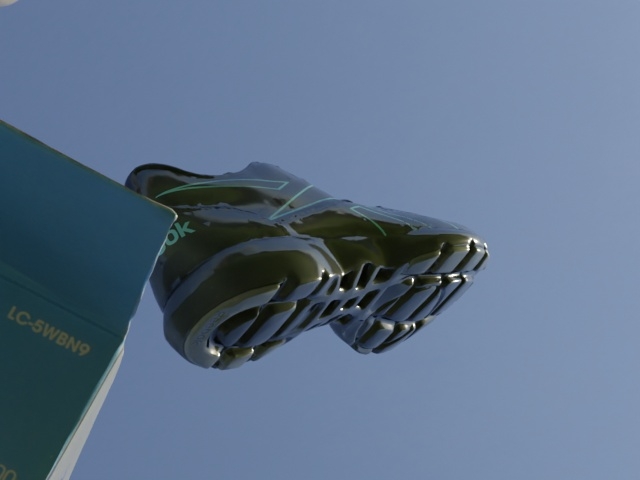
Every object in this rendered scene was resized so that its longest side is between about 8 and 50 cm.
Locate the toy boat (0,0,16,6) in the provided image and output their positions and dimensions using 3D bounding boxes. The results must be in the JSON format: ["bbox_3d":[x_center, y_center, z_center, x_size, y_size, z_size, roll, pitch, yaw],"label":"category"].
[{"bbox_3d":[-0.291,-0.241,1.143,0.151,0.231,0.151,0,-88,6],"label":"toy boat"}]

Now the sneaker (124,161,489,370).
[{"bbox_3d":[0.000,0.000,0.893,0.267,0.101,0.106,1,-134,-54],"label":"sneaker"}]

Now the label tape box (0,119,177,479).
[{"bbox_3d":[-0.227,0.075,0.654,0.241,0.333,0.106,28,-139,1],"label":"label tape box"}]
